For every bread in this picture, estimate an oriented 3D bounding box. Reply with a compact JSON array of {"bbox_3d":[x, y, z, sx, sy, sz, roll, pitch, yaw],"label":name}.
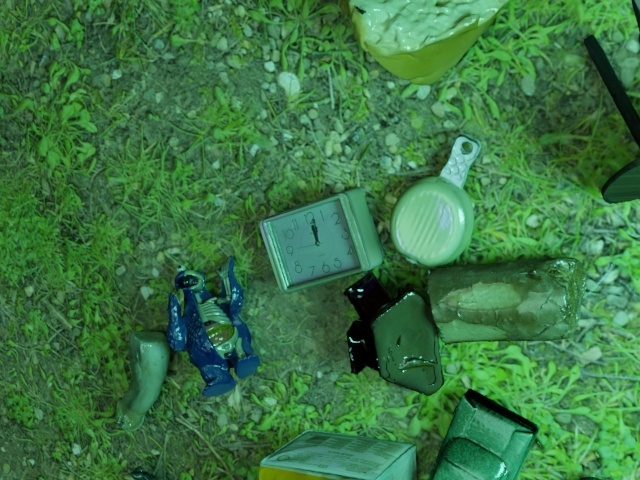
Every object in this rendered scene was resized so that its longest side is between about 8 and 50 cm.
[{"bbox_3d":[0.146,-0.363,1.322,0.224,0.211,0.184,-39,73,34],"label":"bread"}]

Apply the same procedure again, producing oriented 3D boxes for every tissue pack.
[{"bbox_3d":[0.033,0.423,1.556,0.225,0.185,0.124,1,101,29],"label":"tissue pack"}]

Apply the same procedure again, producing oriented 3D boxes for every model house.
[{"bbox_3d":[0.113,0.146,1.492,0.164,0.141,0.203,-130,33,-62],"label":"model house"}]

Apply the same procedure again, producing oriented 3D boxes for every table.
[{"bbox_3d":[0.466,-0.212,1.184,0.317,0.317,0.249,-19,77,30],"label":"table"}]

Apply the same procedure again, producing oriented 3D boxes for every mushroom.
[{"bbox_3d":[-0.362,0.286,1.810,0.092,0.081,0.223,15,112,0],"label":"mushroom"}]

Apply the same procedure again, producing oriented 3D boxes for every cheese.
[{"bbox_3d":[0.196,-0.065,1.439,0.137,0.064,0.227,29,114,17],"label":"cheese"}]

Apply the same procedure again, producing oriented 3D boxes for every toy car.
[{"bbox_3d":[0.240,0.413,1.489,0.141,0.097,0.321,27,111,23],"label":"toy car"}]

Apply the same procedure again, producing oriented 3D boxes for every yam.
[{"bbox_3d":[0.288,0.096,1.387,0.238,0.129,0.128,-5,83,27],"label":"yam"}]

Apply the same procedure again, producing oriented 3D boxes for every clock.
[{"bbox_3d":[0.000,0.000,1.556,0.192,0.071,0.147,-16,92,31],"label":"clock"}]

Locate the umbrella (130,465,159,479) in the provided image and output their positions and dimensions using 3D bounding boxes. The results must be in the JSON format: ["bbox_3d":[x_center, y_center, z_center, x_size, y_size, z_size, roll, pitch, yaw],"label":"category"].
[{"bbox_3d":[-0.278,0.578,1.770,0.349,0.094,0.143,24,127,40],"label":"umbrella"}]

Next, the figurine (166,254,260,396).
[{"bbox_3d":[-0.206,0.161,1.684,0.164,0.121,0.262,-18,67,6],"label":"figurine"}]

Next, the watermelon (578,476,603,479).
[{"bbox_3d":[0.429,0.426,1.400,0.078,0.078,0.111,-8,96,30],"label":"watermelon"}]
